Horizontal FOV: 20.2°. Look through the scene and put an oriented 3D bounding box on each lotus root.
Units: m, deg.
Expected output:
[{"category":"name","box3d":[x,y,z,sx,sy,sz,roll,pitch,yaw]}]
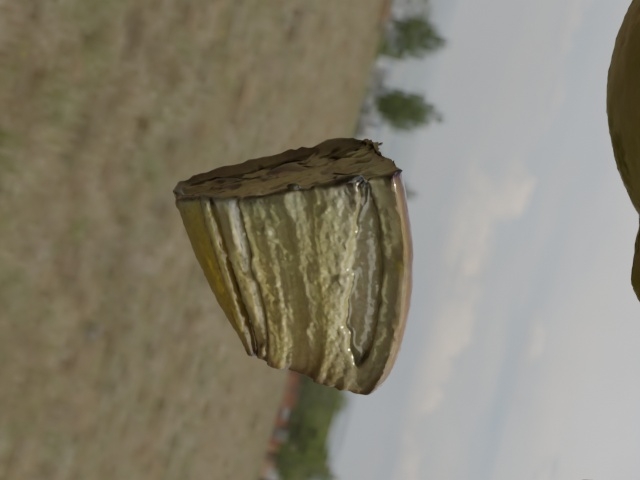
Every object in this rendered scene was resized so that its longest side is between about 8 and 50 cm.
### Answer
[{"category":"lotus root","box3d":[-0.001,0.004,1.003,0.095,0.159,0.135,-31,125,-46]}]

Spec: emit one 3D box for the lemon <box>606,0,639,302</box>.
[{"category":"lemon","box3d":[0.203,-0.058,0.607,0.248,0.184,0.184,-40,-166,23]}]
